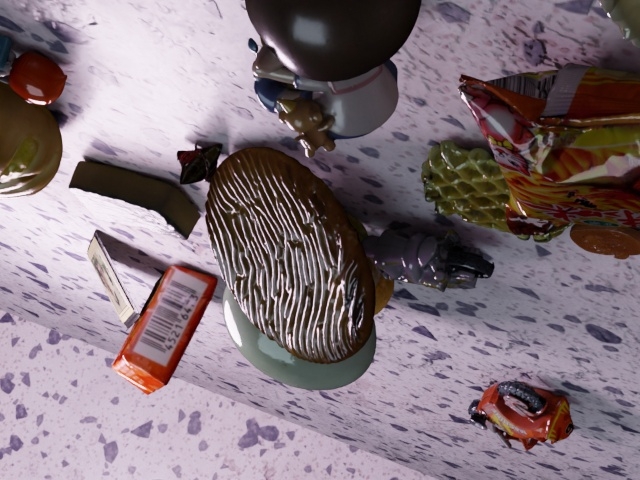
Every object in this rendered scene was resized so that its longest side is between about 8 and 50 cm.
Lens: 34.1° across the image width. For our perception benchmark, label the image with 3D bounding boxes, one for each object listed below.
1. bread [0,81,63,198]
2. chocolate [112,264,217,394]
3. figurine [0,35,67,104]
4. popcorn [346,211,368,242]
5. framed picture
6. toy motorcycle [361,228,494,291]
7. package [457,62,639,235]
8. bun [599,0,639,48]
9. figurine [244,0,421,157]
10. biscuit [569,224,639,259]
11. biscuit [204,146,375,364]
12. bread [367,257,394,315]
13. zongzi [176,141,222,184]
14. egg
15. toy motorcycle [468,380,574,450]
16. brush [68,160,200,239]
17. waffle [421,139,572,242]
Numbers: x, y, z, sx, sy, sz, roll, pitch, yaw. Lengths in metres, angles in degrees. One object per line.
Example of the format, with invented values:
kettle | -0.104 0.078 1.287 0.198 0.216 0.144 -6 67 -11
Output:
bread | -0.533 -0.155 1.541 0.333 0.160 0.333 19 163 6
chocolate | -0.314 0.177 2.076 0.108 0.237 0.235 27 162 -10
figurine | -0.394 -0.222 1.353 0.140 0.068 0.075 16 158 1
popcorn | 0.000 0.000 1.448 0.116 0.106 0.120 22 164 32
framed picture | -0.425 0.085 2.116 0.195 0.010 0.199 62 159 3
toy motorcycle | 0.132 0.025 1.412 0.152 0.073 0.225 19 170 -13
package | 0.260 -0.079 0.952 0.223 0.108 0.288 8 164 23
bun | 0.299 -0.191 0.448 0.364 0.202 0.364 14 163 4
figurine | 0.003 -0.195 0.859 0.158 0.161 0.275 55 167 18
biscuit | 0.335 -0.001 1.206 0.091 0.015 0.078 3 155 45
biscuit | -0.049 0.025 1.399 0.318 0.040 0.318 30 134 37
bread | 0.031 0.054 1.532 0.149 0.122 0.073 12 155 25
zongzi | -0.158 -0.109 1.424 0.067 0.073 0.083 45 -167 -12
egg | -0.031 0.133 1.690 0.283 0.203 0.203 37 157 -25
toy motorcycle | 0.371 0.324 1.933 0.171 0.089 0.298 21 162 1
brush | -0.301 -0.062 1.684 0.197 0.059 0.123 14 161 23
waffle | 0.201 -0.054 1.181 0.183 0.036 0.169 19 158 5
